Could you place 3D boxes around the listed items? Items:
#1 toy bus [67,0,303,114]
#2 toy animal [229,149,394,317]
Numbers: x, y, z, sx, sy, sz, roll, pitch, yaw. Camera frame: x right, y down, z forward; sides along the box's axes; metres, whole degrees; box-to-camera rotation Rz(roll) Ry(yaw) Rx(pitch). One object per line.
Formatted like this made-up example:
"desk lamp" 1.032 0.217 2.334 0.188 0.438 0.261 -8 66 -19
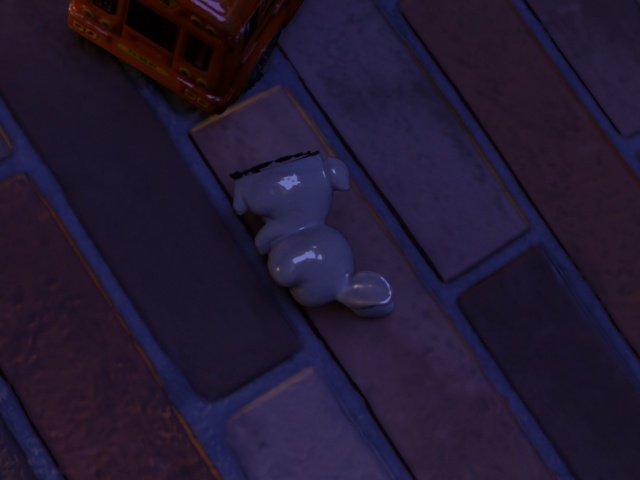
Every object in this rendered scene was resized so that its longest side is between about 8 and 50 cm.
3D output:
"toy bus" -0.038 -0.262 0.982 0.143 0.153 0.329 32 66 1
"toy animal" -0.006 0.002 0.937 0.085 0.071 0.124 -18 85 0
